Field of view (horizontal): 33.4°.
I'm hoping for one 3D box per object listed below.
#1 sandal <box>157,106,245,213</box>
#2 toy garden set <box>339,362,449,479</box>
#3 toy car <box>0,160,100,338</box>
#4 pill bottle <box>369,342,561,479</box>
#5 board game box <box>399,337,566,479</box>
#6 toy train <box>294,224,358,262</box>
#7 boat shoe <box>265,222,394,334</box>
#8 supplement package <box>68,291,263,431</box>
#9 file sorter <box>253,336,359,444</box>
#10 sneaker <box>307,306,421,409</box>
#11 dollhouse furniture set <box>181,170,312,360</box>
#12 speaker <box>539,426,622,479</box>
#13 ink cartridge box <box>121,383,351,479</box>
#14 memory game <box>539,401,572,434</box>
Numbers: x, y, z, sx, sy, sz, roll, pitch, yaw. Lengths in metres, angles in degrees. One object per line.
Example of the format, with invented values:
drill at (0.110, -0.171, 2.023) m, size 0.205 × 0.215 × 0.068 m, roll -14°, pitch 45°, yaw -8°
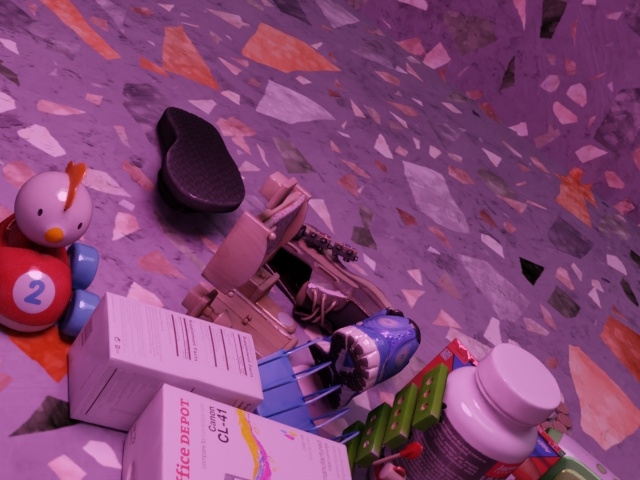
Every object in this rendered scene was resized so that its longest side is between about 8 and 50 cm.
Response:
sandal at (-0.246, -0.131, 2.074) m, size 0.167 × 0.107 × 0.446 m, roll 24°, pitch 18°, yaw -19°
toy garden set at (0.105, 0.324, 1.618) m, size 0.049 × 0.244 × 0.204 m, roll 38°, pitch 38°, yaw -14°
toy car at (-0.402, -0.009, 1.560) m, size 0.219 × 0.238 × 0.210 m, roll 19°, pitch 33°, yaw -27°
pill bottle at (0.230, 0.312, 1.686) m, size 0.176 × 0.318 × 0.176 m, roll 26°, pitch 31°, yaw -17°
board game box at (0.289, 0.326, 1.918) m, size 0.281 × 0.145 × 0.027 m, roll 47°, pitch 2°, yaw 19°
toy train at (0.000, 0.000, 1.979) m, size 0.158 × 0.027 × 0.036 m, roll 25°, pitch 23°, yaw 10°
boat shoe at (0.006, 0.110, 1.967) m, size 0.130 × 0.132 × 0.355 m, roll -12°, pitch 45°, yaw -41°
supplement package at (-0.226, 0.195, 1.553) m, size 0.244 × 0.139 × 0.134 m, roll 20°, pitch 33°, yaw -29°
file sorter at (-0.029, 0.250, 1.657) m, size 0.118 × 0.104 × 0.170 m, roll -17°, pitch 85°, yaw -55°
sneaker at (0.079, 0.190, 1.740) m, size 0.147 × 0.330 × 0.130 m, roll -19°, pitch 85°, yaw -18°
dollhouse furniture set at (-0.047, 0.038, 1.753) m, size 0.174 × 0.355 × 0.303 m, roll 40°, pitch 28°, yaw 6°
speaker at (0.498, 0.476, 1.933) m, size 0.296 × 0.131 × 0.131 m, roll 40°, pitch 29°, yaw 8°
ink cartridge box at (-0.107, 0.354, 1.458) m, size 0.306 × 0.131 × 0.226 m, roll 24°, pitch 31°, yaw -24°
memory game at (0.443, 0.333, 2.205) m, size 0.186 × 0.012 × 0.186 m, roll 26°, pitch 31°, yaw -17°
